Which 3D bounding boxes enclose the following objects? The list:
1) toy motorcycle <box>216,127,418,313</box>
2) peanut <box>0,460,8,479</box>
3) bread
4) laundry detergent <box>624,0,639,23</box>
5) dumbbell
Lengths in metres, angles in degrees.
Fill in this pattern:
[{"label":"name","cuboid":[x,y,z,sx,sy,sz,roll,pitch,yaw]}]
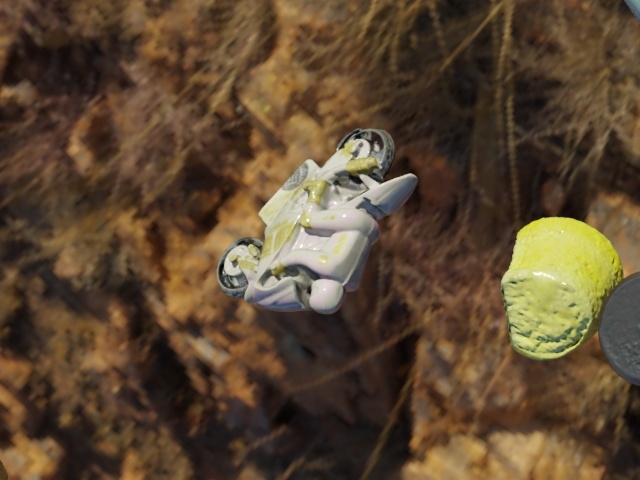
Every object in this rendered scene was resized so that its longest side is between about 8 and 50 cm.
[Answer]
[{"label":"toy motorcycle","cuboid":[0.000,0.000,1.552,0.225,0.152,0.073,-42,136,11]},{"label":"peanut","cuboid":[-0.158,0.075,0.513,0.137,0.122,0.253,29,179,-18]},{"label":"bread","cuboid":[0.245,0.051,1.671,0.111,0.114,0.129,-1,121,30]},{"label":"laundry detergent","cuboid":[0.234,-0.166,0.464,0.287,0.287,0.305,48,142,-8]},{"label":"dumbbell","cuboid":[0.329,0.077,1.405,0.100,0.191,0.100,-3,85,42]}]
